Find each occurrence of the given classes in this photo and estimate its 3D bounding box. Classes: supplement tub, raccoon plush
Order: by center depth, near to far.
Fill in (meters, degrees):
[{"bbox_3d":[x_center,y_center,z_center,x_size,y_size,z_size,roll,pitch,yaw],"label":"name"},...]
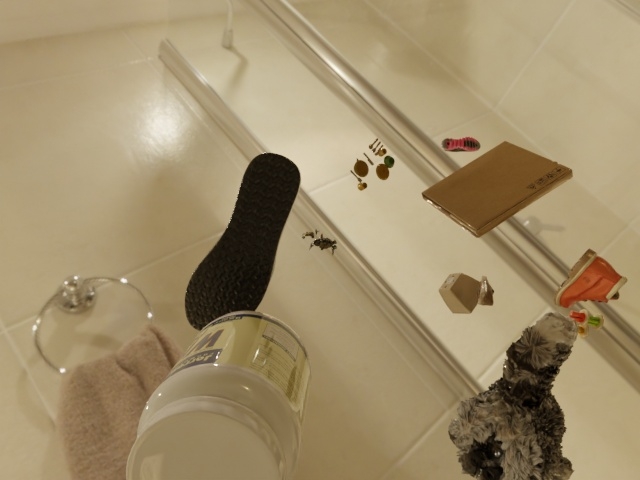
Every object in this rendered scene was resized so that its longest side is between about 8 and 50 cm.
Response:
[{"bbox_3d":[-0.139,0.270,0.756,0.235,0.235,0.325,-44,6,10],"label":"supplement tub"},{"bbox_3d":[0.490,0.380,1.024,0.299,0.216,0.446,12,-62,-39],"label":"raccoon plush"}]

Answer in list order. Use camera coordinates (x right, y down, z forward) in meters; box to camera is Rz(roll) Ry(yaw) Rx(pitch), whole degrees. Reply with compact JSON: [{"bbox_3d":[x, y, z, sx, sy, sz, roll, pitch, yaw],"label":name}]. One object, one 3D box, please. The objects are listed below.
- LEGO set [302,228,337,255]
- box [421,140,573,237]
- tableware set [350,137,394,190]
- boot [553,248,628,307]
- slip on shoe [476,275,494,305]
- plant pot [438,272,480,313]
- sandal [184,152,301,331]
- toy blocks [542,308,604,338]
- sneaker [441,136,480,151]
[{"bbox_3d":[0.002,-0.001,0.835,0.054,0.023,0.083,-7,-32,11],"label":"LEGO set"},{"bbox_3d":[0.309,-0.100,0.860,0.201,0.164,0.021,-32,-53,-6],"label":"box"},{"bbox_3d":[0.144,-0.200,1.318,0.154,0.104,0.024,-53,20,-26],"label":"tableware set"},{"bbox_3d":[0.468,0.088,0.835,0.059,0.085,0.158,-41,-27,-20],"label":"boot"},{"bbox_3d":[0.472,0.144,1.362,0.135,0.041,0.051,-46,-31,-63],"label":"slip on shoe"},{"bbox_3d":[0.447,0.163,1.536,0.109,0.096,0.109,-51,7,-16],"label":"plant pot"},{"bbox_3d":[-0.167,0.014,1.116,0.445,0.168,0.107,-63,3,4],"label":"sandal"},{"bbox_3d":[0.785,0.254,1.506,0.123,0.148,0.054,111,171,-54],"label":"toy blocks"},{"bbox_3d":[0.442,-0.296,1.509,0.057,0.120,0.047,41,-122,-71],"label":"sneaker"}]
